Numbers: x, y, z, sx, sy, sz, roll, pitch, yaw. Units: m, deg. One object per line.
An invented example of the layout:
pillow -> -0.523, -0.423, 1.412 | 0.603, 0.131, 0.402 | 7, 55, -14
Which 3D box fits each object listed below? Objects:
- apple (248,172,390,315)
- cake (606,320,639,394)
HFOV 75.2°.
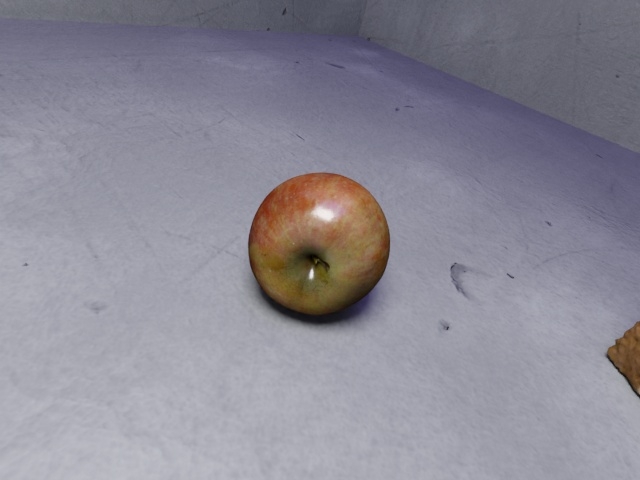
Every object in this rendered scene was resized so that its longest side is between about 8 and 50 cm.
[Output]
apple -> 0.000, 0.000, 0.565 | 0.189, 0.188, 0.174 | 19, 25, 5
cake -> 0.588, 0.174, 0.493 | 0.283, 0.255, 0.290 | 10, 32, -6
